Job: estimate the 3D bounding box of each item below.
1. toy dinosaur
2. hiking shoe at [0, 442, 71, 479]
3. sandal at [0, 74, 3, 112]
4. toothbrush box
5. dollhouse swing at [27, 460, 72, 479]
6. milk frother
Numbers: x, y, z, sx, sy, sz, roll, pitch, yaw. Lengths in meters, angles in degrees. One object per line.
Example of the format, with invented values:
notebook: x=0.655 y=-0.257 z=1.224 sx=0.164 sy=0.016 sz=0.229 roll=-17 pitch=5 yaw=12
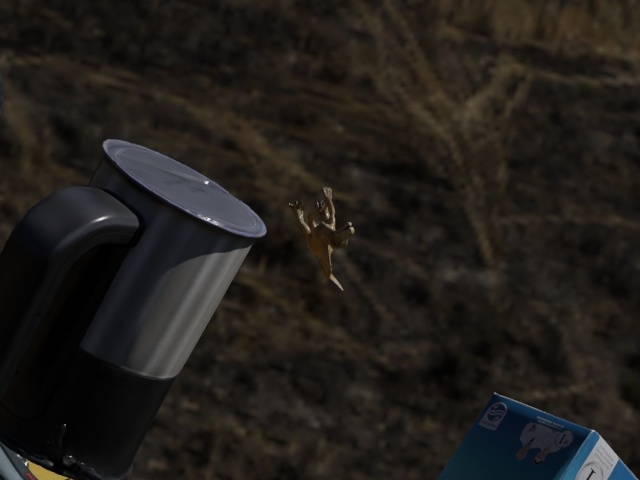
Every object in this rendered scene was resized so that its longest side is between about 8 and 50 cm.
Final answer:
toy dinosaur: x=0.000 y=0.000 z=1.922 sx=0.053 sy=0.092 sz=0.183 roll=-12 pitch=-16 yaw=-8
hiking shoe: x=-0.285 y=0.225 z=1.402 sx=0.304 sy=0.113 sz=0.132 roll=22 pitch=50 yaw=23
sandal: x=-0.392 y=-0.040 z=1.233 sx=0.107 sy=0.167 sz=0.446 roll=-8 pitch=20 yaw=32
toothbrush box: x=0.163 y=0.318 z=1.496 sx=0.126 sy=0.295 sz=0.216 roll=16 pitch=-24 yaw=49
dollhouse swing: x=-0.395 y=0.216 z=1.806 sx=0.315 sy=0.347 sz=0.305 roll=3 pitch=-5 yaw=43
milk frother: x=-0.072 y=0.050 z=0.760 sx=0.143 sy=0.135 sz=0.129 roll=32 pitch=12 yaw=9
